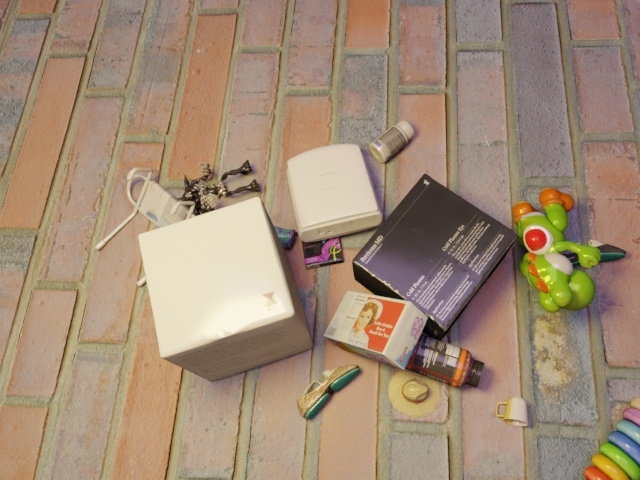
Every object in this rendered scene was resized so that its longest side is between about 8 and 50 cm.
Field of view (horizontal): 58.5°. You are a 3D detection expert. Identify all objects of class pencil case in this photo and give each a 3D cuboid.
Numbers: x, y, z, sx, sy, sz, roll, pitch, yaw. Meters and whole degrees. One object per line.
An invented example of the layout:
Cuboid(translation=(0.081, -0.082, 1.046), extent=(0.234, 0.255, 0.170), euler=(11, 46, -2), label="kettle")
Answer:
Cuboid(translation=(-0.152, -0.019, 1.755), extent=(0.151, 0.065, 0.070), euler=(13, 27, 11), label="pencil case")

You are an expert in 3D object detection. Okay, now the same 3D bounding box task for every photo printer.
Cuboid(translation=(0.033, -0.161, 1.748), extent=(0.255, 0.107, 0.308), euler=(-13, 58, 1), label="photo printer")

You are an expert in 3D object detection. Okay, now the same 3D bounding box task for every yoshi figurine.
Cuboid(translation=(0.641, 0.048, 1.551), extent=(0.202, 0.204, 0.362), euler=(0, 52, 9), label="yoshi figurine")

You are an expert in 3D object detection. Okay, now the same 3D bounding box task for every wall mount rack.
Cuboid(translation=(-0.544, -0.047, 1.789), extent=(0.350, 0.130, 0.304), euler=(36, 111, 19), label="wall mount rack")

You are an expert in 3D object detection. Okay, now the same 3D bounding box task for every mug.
Cuboid(translation=(0.506, 0.444, 1.496), extent=(0.078, 0.062, 0.064), euler=(13, 63, 5), label="mug")

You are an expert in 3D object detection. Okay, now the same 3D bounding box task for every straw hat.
Cuboid(translation=(0.255, 0.405, 1.540), extent=(0.144, 0.061, 0.145), euler=(-3, 68, 6), label="straw hat")

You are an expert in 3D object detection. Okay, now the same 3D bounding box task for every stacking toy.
Cuboid(translation=(0.730, 0.548, 1.402), extent=(0.330, 0.141, 0.141), euler=(-45, 70, -3), label="stacking toy")

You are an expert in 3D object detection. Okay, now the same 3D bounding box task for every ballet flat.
Cuboid(translation=(0.758, 0.034, 1.623), extent=(0.203, 0.074, 0.074), euler=(-12, 67, 4), label="ballet flat")
Cuboid(translation=(0.015, 0.398, 1.571), extent=(0.206, 0.073, 0.067), euler=(-39, 55, -13), label="ballet flat")

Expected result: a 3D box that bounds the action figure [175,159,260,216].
Cuboid(translation=(-0.341, -0.168, 1.799), extent=(0.275, 0.141, 0.164), euler=(-21, 79, -3), label="action figure")

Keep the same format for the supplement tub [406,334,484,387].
Cuboid(translation=(0.334, 0.329, 1.536), extent=(0.197, 0.106, 0.106), euler=(19, 72, 13), label="supplement tub")

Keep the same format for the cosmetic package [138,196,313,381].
Cuboid(translation=(-0.234, 0.148, 1.522), extent=(0.329, 0.394, 0.328), euler=(-17, 67, -1), label="cosmetic package")

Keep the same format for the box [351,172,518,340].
Cuboid(translation=(0.315, 0.048, 1.611), extent=(0.312, 0.179, 0.343), euler=(38, 77, 17), label="box")

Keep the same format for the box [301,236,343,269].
Cuboid(translation=(0.000, 0.000, 1.749), extent=(0.116, 0.029, 0.162), euler=(-11, 66, 2), label="box")

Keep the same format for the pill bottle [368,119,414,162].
Cuboid(translation=(0.228, -0.317, 1.821), extent=(0.137, 0.078, 0.078), euler=(-40, 69, -9), label="pill bottle")

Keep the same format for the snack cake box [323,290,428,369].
Cuboid(translation=(0.142, 0.231, 1.526), extent=(0.264, 0.089, 0.152), euler=(4, 60, 56), label="snack cake box")
